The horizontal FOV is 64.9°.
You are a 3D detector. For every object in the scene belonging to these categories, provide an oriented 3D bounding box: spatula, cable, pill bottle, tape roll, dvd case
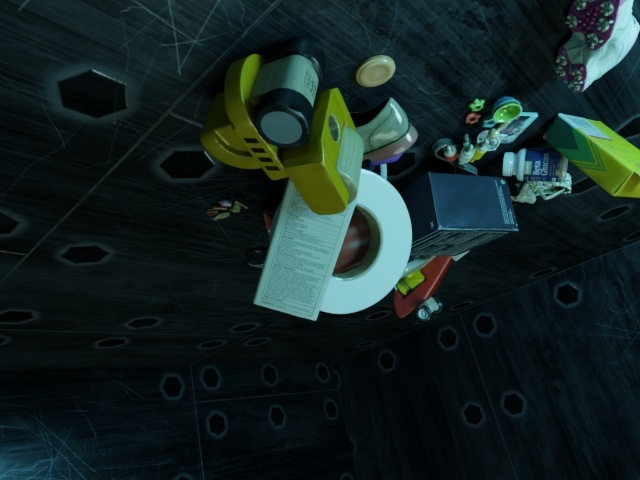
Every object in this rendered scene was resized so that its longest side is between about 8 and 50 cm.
[{"bbox_3d":[0.176,-0.178,1.426,0.084,0.031,0.296,-11,157,-4],"label":"spatula"},{"bbox_3d":[0.386,-0.213,1.410,0.139,0.072,0.287,-5,160,11],"label":"cable"},{"bbox_3d":[0.618,-0.218,1.451,0.169,0.094,0.094,5,165,24],"label":"pill bottle"},{"bbox_3d":[0.058,0.001,1.331,0.391,0.393,0.072,-5,-170,-20],"label":"tape roll"},{"bbox_3d":[0.514,-0.302,1.357,0.087,0.013,0.119,-4,156,-22],"label":"dvd case"}]

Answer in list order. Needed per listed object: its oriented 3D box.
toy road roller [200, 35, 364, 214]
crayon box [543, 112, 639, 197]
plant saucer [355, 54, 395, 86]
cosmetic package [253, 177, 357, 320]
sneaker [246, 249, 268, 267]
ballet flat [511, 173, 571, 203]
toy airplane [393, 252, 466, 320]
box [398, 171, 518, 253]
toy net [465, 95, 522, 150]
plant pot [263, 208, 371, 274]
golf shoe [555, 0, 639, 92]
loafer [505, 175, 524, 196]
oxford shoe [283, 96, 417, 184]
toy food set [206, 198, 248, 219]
[{"bbox_3d":[-0.075,-0.204,0.980,0.240,0.203,0.330,-8,142,26],"label":"toy road roller"},{"bbox_3d":[0.767,-0.207,1.320,0.202,0.319,0.081,1,132,-30],"label":"crayon box"},{"bbox_3d":[0.114,-0.345,1.035,0.083,0.013,0.083,-11,156,-5],"label":"plant saucer"},{"bbox_3d":[-0.039,0.011,1.165,0.160,0.113,0.310,17,106,-6],"label":"cosmetic package"},{"bbox_3d":[-0.168,0.059,1.742,0.178,0.072,0.077,1,166,-14],"label":"sneaker"},{"bbox_3d":[0.734,-0.169,1.702,0.240,0.077,0.091,-16,158,5],"label":"ballet flat"},{"bbox_3d":[0.387,0.076,1.893,0.384,0.272,0.386,-48,153,-17],"label":"toy airplane"},{"bbox_3d":[0.376,-0.071,1.540,0.293,0.183,0.296,-1,164,-26],"label":"box"},{"bbox_3d":[0.434,-0.285,1.291,0.121,0.045,0.232,-11,155,7],"label":"toy net"},{"bbox_3d":[0.000,0.000,1.473,0.264,0.273,0.272,-19,158,-9],"label":"plant pot"},{"bbox_3d":[0.573,-0.429,1.009,0.140,0.115,0.306,-28,162,5],"label":"golf shoe"},{"bbox_3d":[0.619,-0.210,1.589,0.061,0.062,0.170,-50,154,-15],"label":"loafer"},{"bbox_3d":[0.042,-0.232,1.174,0.347,0.123,0.130,-19,125,25],"label":"oxford shoe"},{"bbox_3d":[-0.266,-0.091,1.394,0.122,0.019,0.078,-15,158,23],"label":"toy food set"}]
